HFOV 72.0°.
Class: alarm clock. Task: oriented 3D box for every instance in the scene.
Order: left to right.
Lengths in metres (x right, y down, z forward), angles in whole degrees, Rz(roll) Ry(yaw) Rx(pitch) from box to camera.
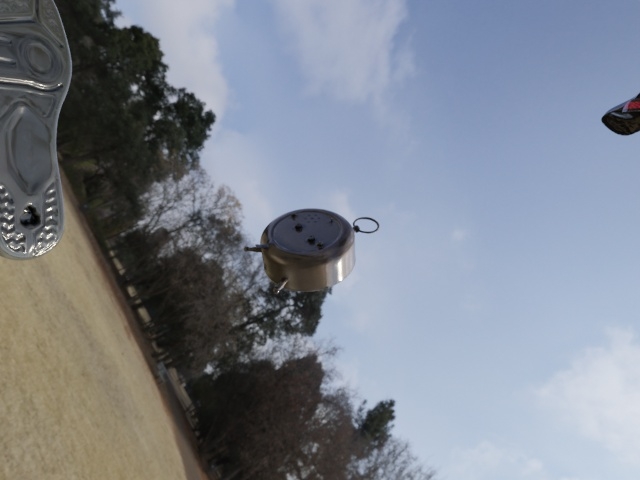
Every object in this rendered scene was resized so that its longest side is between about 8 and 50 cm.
[{"bbox_3d":[0.000,0.000,0.612,0.129,0.191,0.064,45,-35,45],"label":"alarm clock"}]

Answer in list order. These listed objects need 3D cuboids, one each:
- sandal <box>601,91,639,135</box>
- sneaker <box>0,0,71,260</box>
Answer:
[{"bbox_3d":[0.441,-0.173,0.596,0.067,0.040,0.179,41,-2,6],"label":"sandal"},{"bbox_3d":[-0.284,-0.105,0.374,0.130,0.087,0.228,10,-78,24],"label":"sneaker"}]
